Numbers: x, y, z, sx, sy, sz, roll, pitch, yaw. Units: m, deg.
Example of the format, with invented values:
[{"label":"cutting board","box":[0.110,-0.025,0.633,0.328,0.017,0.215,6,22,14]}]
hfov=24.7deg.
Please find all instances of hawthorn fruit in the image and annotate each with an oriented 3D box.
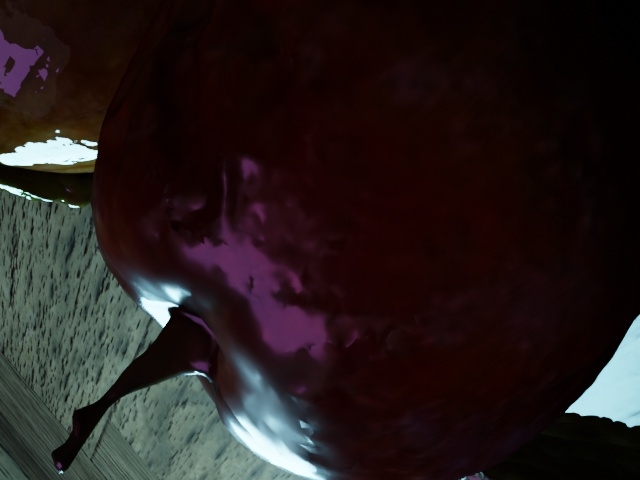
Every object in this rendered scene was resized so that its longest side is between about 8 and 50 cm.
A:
[{"label":"hawthorn fruit","box":[0.000,0.000,0.587,0.242,0.271,0.242,45,170,10]}]

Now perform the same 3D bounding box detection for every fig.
[{"label":"fig","box":[-0.125,-0.114,0.754,0.205,0.205,0.205,41,155,24]}]

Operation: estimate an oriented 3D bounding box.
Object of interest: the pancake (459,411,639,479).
[{"label":"pancake","box":[0.147,0.138,0.614,0.376,0.197,0.054,19,105,35]}]
